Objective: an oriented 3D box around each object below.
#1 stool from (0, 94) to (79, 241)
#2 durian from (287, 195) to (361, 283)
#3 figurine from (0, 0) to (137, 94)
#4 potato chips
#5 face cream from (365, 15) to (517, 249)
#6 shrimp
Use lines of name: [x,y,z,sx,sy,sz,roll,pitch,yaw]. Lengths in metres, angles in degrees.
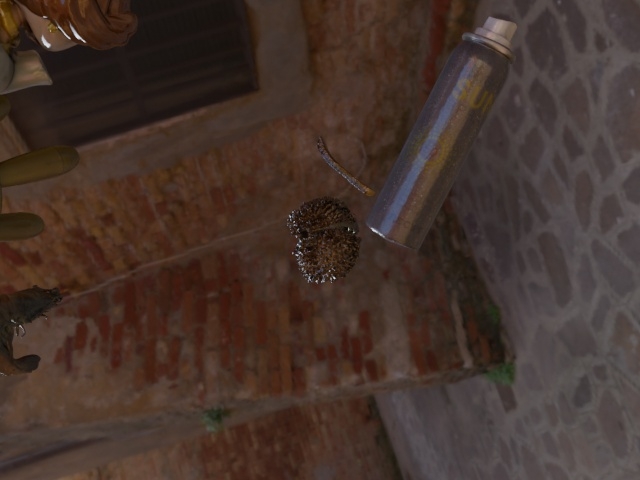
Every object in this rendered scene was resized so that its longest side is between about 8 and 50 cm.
stool: [-0.294,-0.055,0.645,0.110,0.134,0.135,-45,-54,-66]
durian: [0.000,0.000,1.599,0.196,0.167,0.196,46,-154,-30]
figurine: [-0.292,-0.232,0.725,0.142,0.263,0.189,59,172,31]
potato chips: [0.055,-0.172,1.785,0.204,0.037,0.026,48,-159,25]
face cream: [0.146,-0.126,0.870,0.284,0.073,0.073,-63,15,8]
shrimp: [-0.589,0.177,1.505,0.296,0.058,0.169,-21,-86,-73]
